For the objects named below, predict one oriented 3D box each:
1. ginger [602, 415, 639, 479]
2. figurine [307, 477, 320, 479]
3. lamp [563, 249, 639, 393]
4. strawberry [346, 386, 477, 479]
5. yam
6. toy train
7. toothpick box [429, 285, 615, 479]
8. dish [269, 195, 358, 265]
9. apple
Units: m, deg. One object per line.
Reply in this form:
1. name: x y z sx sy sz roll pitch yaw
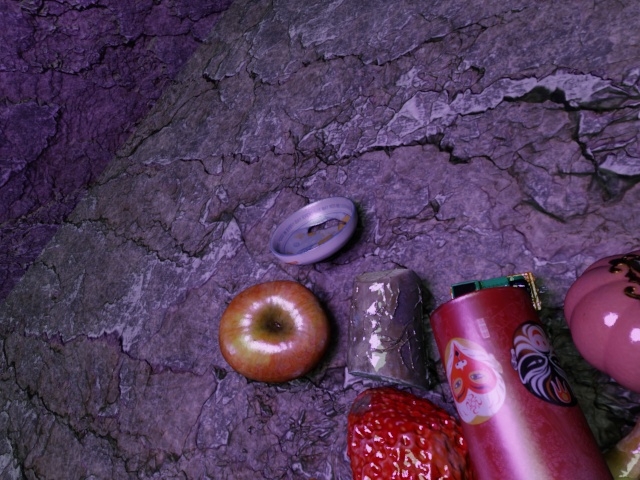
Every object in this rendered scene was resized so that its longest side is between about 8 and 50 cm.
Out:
1. ginger: 0.509 0.399 0.728 0.086 0.131 0.294 40 110 14
2. figurine: -0.001 0.760 0.823 0.387 0.268 0.401 28 67 28
3. lamp: 0.599 0.153 0.707 0.306 0.239 0.305 -11 27 6
4. strawberry: 0.194 0.447 0.828 0.292 0.292 0.309 -23 65 24
5. yam: 0.163 0.209 0.996 0.203 0.201 0.271 -4 65 30
6. toy train: 0.383 0.127 0.912 0.228 0.136 0.091 -16 66 29
7. toothpick box: 0.342 0.276 0.738 0.204 0.204 0.333 -24 53 23
8. dish: 0.000 0.000 1.201 0.273 0.133 0.273 -21 31 14
9. apple: -0.121 0.256 1.133 0.310 0.250 0.277 13 65 13
